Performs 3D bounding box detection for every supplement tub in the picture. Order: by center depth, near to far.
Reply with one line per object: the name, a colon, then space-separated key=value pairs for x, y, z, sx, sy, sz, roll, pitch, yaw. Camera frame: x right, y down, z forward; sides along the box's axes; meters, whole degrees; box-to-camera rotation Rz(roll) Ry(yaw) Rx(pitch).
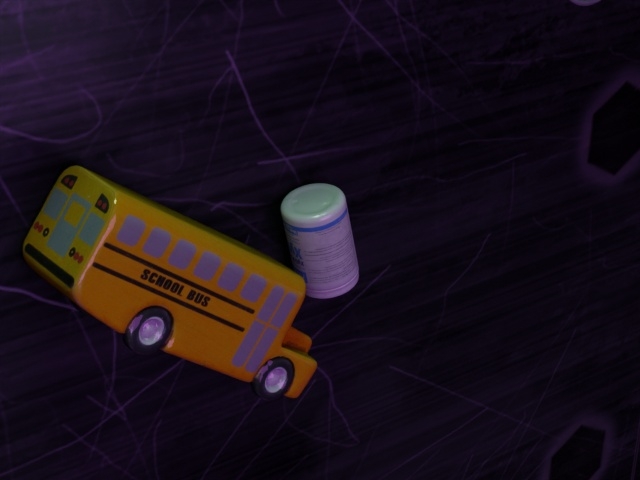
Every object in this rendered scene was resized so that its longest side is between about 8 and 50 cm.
supplement tub: x=0.000 y=0.000 z=1.481 sx=0.071 sy=0.071 sz=0.107 roll=-30 pitch=128 yaw=-26

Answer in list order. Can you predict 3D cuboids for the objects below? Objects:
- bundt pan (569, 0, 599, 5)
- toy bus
bundt pan: x=0.270 y=-0.420 z=1.451 sx=0.331 sy=0.124 sz=0.330 roll=-23 pitch=129 yaw=-32
toy bus: x=-0.129 y=0.051 z=1.369 sx=0.333 sy=0.108 sz=0.130 roll=27 pitch=92 yaw=-45
